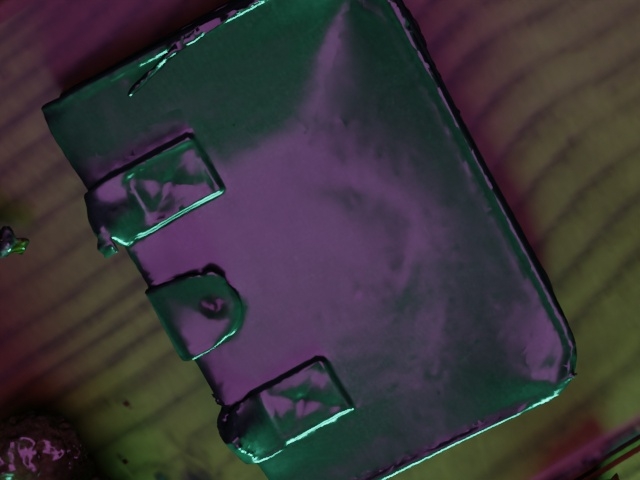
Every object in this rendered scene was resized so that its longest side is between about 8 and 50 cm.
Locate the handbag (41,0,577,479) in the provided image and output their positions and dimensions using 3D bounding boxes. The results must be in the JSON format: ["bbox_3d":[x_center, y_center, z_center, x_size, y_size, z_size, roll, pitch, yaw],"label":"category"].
[{"bbox_3d":[0.001,0.000,0.945,0.238,0.089,0.326,-29,107,5],"label":"handbag"}]

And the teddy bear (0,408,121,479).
[{"bbox_3d":[-0.154,0.245,0.992,0.129,0.182,0.251,-2,111,-43],"label":"teddy bear"}]

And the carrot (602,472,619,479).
[{"bbox_3d":[0.173,0.282,1.068,0.059,0.059,0.248,11,103,-9],"label":"carrot"}]

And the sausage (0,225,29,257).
[{"bbox_3d":[-0.367,-0.015,0.914,0.371,0.082,0.082,5,107,-8],"label":"sausage"}]
